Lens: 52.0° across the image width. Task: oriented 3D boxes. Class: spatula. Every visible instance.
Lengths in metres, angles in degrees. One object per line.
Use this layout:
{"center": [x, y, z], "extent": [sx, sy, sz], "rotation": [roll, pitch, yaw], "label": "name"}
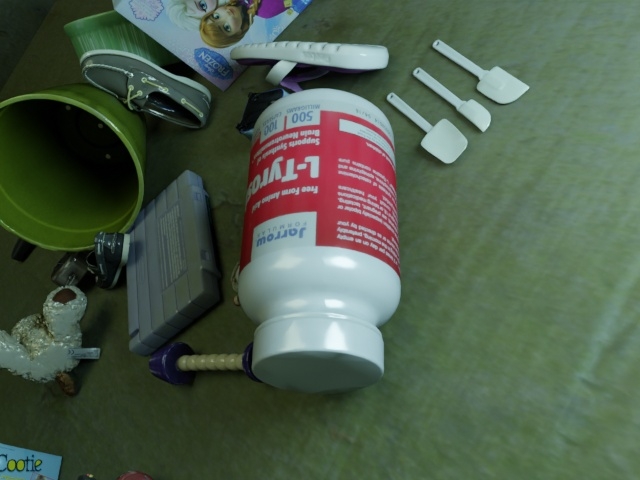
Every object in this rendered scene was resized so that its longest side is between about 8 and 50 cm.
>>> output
{"center": [0.202, -0.235, 1.066], "extent": [0.168, 0.019, 0.242], "rotation": [-48, 42, 11], "label": "spatula"}

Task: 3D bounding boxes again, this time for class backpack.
{"center": [-0.095, -0.247, 1.309], "extent": [0.114, 0.084, 0.104], "rotation": [-4, 62, 47], "label": "backpack"}

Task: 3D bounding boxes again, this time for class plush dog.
{"center": [-0.623, 0.231, 1.483], "extent": [0.263, 0.210, 0.225], "rotation": [-35, 22, -17], "label": "plush dog"}

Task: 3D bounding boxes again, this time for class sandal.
{"center": [-0.821, -0.040, 1.913], "extent": [0.254, 0.055, 0.097], "rotation": [-47, 34, 25], "label": "sandal"}
{"center": [-0.045, -0.337, 1.293], "extent": [0.416, 0.170, 0.102], "rotation": [19, 113, 49], "label": "sandal"}

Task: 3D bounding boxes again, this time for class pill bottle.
{"center": [0.000, 0.000, 0.955], "extent": [0.229, 0.229, 0.407], "rotation": [-22, 52, 33], "label": "pill bottle"}

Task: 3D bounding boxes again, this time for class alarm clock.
{"center": [-0.596, 0.063, 1.582], "extent": [0.129, 0.064, 0.192], "rotation": [-47, 26, 7], "label": "alarm clock"}

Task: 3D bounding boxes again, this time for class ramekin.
{"center": [-0.490, -0.514, 1.705], "extent": [0.304, 0.148, 0.303], "rotation": [-12, 17, 4], "label": "ramekin"}

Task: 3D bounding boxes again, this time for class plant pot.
{"center": [-0.564, -0.219, 1.546], "extent": [0.366, 0.366, 0.353], "rotation": [-39, 23, 19], "label": "plant pot"}

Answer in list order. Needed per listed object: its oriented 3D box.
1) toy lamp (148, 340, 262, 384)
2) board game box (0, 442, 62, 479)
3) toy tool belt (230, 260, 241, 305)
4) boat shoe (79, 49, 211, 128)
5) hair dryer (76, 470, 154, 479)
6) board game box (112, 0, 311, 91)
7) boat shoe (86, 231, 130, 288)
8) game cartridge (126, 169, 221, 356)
{"center": [-0.196, 0.210, 1.128], "extent": [0.275, 0.080, 0.080], "rotation": [-12, 58, 40], "label": "toy lamp"}
{"center": [-0.630, 0.560, 1.278], "extent": [0.142, 0.144, 0.275], "rotation": [-25, 50, 32], "label": "board game box"}
{"center": [-0.132, 0.073, 1.172], "extent": [0.051, 0.052, 0.083], "rotation": [-25, 50, 42], "label": "toy tool belt"}
{"center": [-0.397, -0.342, 1.501], "extent": [0.109, 0.305, 0.091], "rotation": [-40, 43, 47], "label": "boat shoe"}
{"center": [-0.320, 0.501, 1.092], "extent": [0.294, 0.080, 0.223], "rotation": [-19, 69, 42], "label": "hair dryer"}
{"center": [-0.227, -0.535, 1.440], "extent": [0.318, 0.319, 0.065], "rotation": [-42, 44, 18], "label": "board game box"}
{"center": [-0.479, 0.043, 1.455], "extent": [0.233, 0.079, 0.083], "rotation": [135, 134, -55], "label": "boat shoe"}
{"center": [-0.312, 0.037, 1.364], "extent": [0.230, 0.068, 0.354], "rotation": [-34, 46, 19], "label": "game cartridge"}
